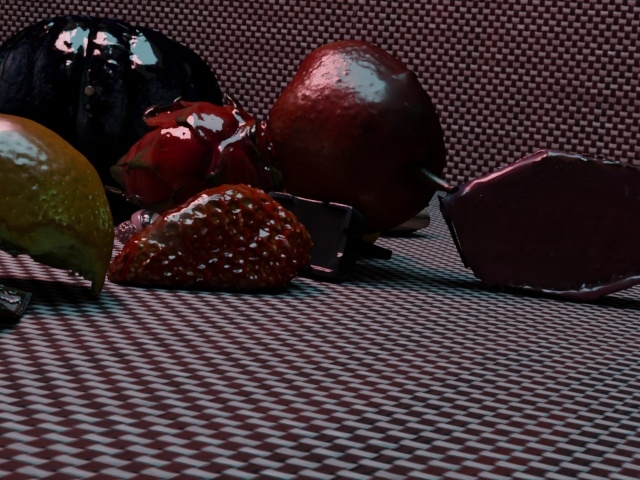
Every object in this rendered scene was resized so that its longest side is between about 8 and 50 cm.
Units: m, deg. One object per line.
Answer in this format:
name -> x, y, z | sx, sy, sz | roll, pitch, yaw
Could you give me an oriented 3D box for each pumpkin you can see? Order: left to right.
pumpkin -> -0.318, -0.182, 1.977 | 0.363, 0.266, 0.363 | 8, -10, 1

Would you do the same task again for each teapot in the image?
teapot -> 0.000, 0.000, 1.588 | 0.177, 0.087, 0.096 | 11, -4, 31

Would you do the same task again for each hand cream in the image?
hand cream -> -0.272, 0.050, 1.077 | 0.062, 0.039, 0.163 | 4, 0, -4

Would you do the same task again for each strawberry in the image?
strawberry -> -0.107, -0.008, 1.428 | 0.175, 0.106, 0.236 | 8, 7, 19

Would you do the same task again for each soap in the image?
soap -> 0.284, -0.022, 1.629 | 0.289, 0.182, 0.112 | 11, 6, 3

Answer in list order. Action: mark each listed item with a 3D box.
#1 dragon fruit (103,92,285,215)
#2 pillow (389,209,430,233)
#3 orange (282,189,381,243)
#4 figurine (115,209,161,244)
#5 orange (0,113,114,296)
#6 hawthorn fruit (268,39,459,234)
dragon fruit -> -0.165, -0.089, 1.752 | 0.274, 0.192, 0.193 | -4, 12, 13
pillow -> 0.052, -0.056, 2.224 | 0.173, 0.067, 0.270 | 8, 3, -45
orange -> 0.017, -0.042, 1.822 | 0.155, 0.134, 0.154 | 4, 30, -2
figurine -> -0.169, 0.001, 1.563 | 0.129, 0.054, 0.072 | 14, 22, 6
orange -> -0.307, -0.036, 1.248 | 0.237, 0.158, 0.179 | 5, -10, -1
hawthorn fruit -> 0.061, -0.105, 1.627 | 0.210, 0.230, 0.266 | -24, 43, -29
